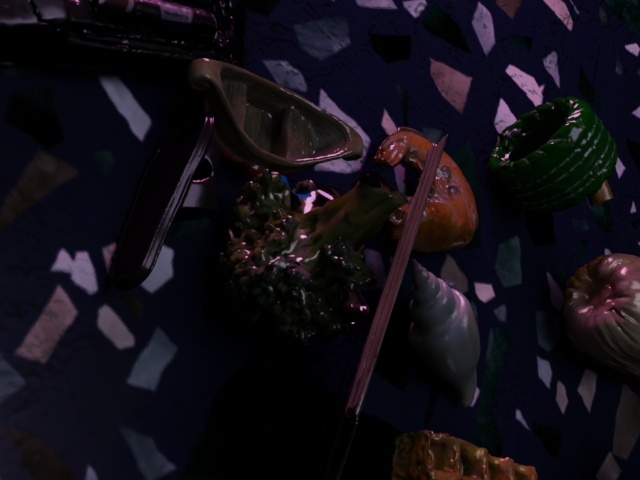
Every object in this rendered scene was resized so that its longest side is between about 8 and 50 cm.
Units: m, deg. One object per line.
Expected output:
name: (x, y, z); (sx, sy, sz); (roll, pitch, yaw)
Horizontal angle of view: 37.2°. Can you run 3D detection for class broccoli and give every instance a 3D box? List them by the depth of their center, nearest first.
broccoli: (0.000, 0.000, 0.747); (0.167, 0.160, 0.154); (8, 44, -52)

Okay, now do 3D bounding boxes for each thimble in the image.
thimble: (0.255, -0.092, 1.056); (0.090, 0.130, 0.118); (44, 68, -22)

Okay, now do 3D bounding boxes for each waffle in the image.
waffle: (0.150, 0.274, 0.857); (0.211, 0.055, 0.160); (26, 56, -36)

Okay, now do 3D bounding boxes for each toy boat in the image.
toy boat: (-0.048, -0.098, 0.803); (0.185, 0.071, 0.089); (20, 60, -38)

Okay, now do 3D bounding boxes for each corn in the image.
corn: (0.399, 0.104, 1.117); (0.305, 0.122, 0.123); (20, 62, -40)

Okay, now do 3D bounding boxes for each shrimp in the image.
shrimp: (0.092, -0.047, 0.943); (0.187, 0.052, 0.132); (-10, 69, -53)

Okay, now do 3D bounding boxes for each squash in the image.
squash: (0.347, -0.088, 1.214); (0.027, 0.027, 0.083); (-10, 80, -46)

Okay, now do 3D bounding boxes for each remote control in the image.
remote control: (-0.219, -0.187, 0.679); (0.399, 0.062, 0.144); (-3, 77, -45)

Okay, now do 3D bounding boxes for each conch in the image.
conch: (0.111, 0.080, 0.885); (0.088, 0.065, 0.180); (-107, 176, -55)

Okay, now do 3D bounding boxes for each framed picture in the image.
framed picture: (0.048, 0.066, 0.758); (0.014, 0.197, 0.252); (18, 59, 5)

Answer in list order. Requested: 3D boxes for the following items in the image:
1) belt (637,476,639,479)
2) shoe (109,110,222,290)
belt: (0.446, 0.399, 0.915); (0.173, 0.300, 0.436); (-27, 93, -46)
shoe: (-0.109, -0.023, 0.724); (0.053, 0.062, 0.159); (40, 55, -31)
